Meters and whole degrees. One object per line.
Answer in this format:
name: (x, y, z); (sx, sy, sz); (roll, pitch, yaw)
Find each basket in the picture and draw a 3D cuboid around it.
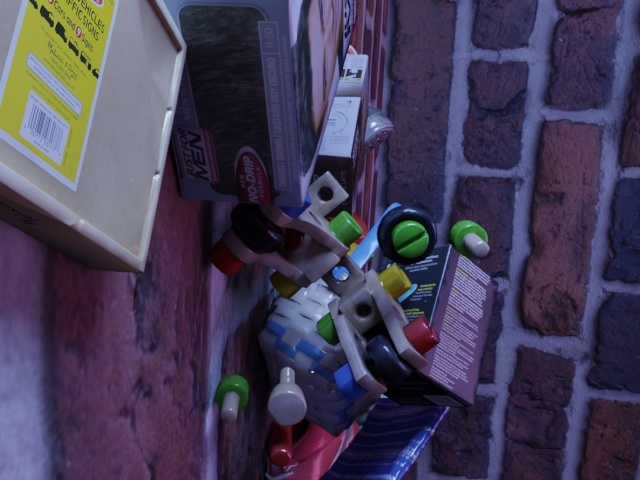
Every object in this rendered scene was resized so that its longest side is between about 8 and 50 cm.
basket: (0.045, 0.110, 0.971); (0.289, 0.201, 0.255); (-43, 148, -30)

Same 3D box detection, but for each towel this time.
towel: (0.028, 0.318, 0.842); (0.336, 0.040, 0.243); (-47, 180, -25)

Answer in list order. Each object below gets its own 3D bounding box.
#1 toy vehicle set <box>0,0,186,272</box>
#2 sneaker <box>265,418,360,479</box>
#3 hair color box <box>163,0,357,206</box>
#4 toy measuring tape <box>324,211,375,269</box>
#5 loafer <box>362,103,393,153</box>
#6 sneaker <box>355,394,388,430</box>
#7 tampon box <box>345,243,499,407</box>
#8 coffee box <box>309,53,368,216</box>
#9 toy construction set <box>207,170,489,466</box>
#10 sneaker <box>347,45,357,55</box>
toy vehicle set: (-0.134, -0.096, 0.320); (0.267, 0.035, 0.166); (68, 28, -72)
sneaker: (-0.049, 0.376, 1.020); (0.136, 0.116, 0.314); (49, 44, -28)
hair color box: (-0.039, -0.221, 0.635); (0.374, 0.113, 0.185); (-76, 167, -46)
toy measuring tape: (0.000, 0.000, 1.137); (0.330, 0.121, 0.121); (-2, 97, -64)
loafer: (0.095, -0.260, 1.519); (0.111, 0.112, 0.319); (54, 3, -5)
sneaker: (0.080, 0.302, 1.182); (0.151, 0.094, 0.256); (38, 39, -76)
tampon box: (0.124, 0.104, 0.799); (0.101, 0.120, 0.161); (36, 60, -29)
coffee box: (0.020, -0.176, 1.097); (0.141, 0.098, 0.246); (84, 13, -50)
toy construction set: (-0.008, 0.061, 0.764); (0.237, 0.257, 0.309); (-100, -148, -74)
sneaker: (0.037, -0.328, 1.347); (0.065, 0.061, 0.158); (-52, 157, -21)
